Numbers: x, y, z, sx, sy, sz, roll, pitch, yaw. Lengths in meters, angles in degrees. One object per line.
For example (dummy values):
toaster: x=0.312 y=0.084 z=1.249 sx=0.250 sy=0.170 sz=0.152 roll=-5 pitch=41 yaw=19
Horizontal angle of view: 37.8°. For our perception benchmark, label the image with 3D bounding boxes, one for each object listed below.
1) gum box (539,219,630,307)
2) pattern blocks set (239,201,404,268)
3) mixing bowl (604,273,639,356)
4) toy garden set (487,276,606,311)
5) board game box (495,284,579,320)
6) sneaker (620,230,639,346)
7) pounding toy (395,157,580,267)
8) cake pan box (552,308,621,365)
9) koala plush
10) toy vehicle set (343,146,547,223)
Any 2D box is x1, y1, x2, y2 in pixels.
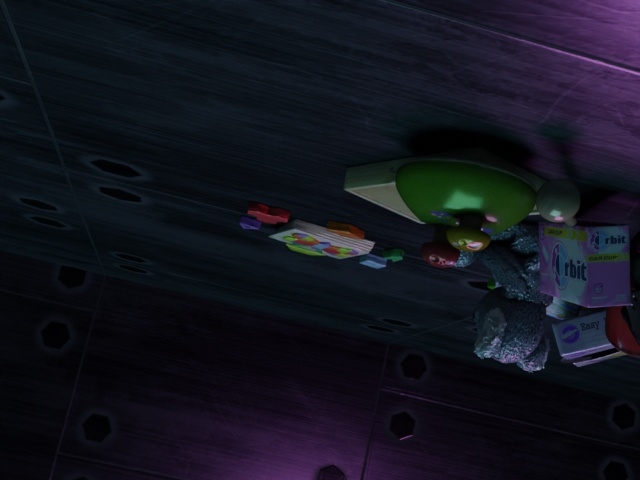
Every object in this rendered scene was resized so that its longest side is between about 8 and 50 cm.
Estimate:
gum box: x=0.365 y=0.028 z=1.312 sx=0.062 sy=0.107 sz=0.188 roll=-3 pitch=-176 yaw=-7
pattern blocks set: x=0.000 y=0.000 z=1.847 sx=0.325 sy=0.026 sz=0.285 roll=14 pitch=168 yaw=-8
mixing bowl: x=0.525 y=0.087 z=1.460 sx=0.182 sy=0.181 sz=0.098 roll=2 pitch=128 yaw=40
toy garden set: x=0.475 y=0.098 z=1.764 sx=0.204 sy=0.049 sz=0.244 roll=27 pitch=160 yaw=-38
board game box: x=0.392 y=0.091 z=1.679 sx=0.154 sy=0.026 sz=0.103 roll=21 pitch=153 yaw=18
sneaker: x=0.474 y=0.046 z=1.181 sx=0.202 sy=0.185 sz=0.482 roll=49 pitch=163 yaw=25
pounding toy: x=0.203 y=-0.020 z=1.191 sx=0.237 sy=0.110 sz=0.183 roll=9 pitch=167 yaw=16
cake pan box: x=0.551 y=0.157 z=1.655 sx=0.267 sy=0.070 sz=0.246 roll=-16 pitch=161 yaw=17
koala plush: x=0.315 y=0.096 z=1.509 sx=0.203 sy=0.221 sz=0.196 roll=1 pitch=162 yaw=43
toy vehicle set: x=0.180 y=-0.072 z=1.323 sx=0.166 sy=0.035 sz=0.267 roll=22 pitch=165 yaw=-36
